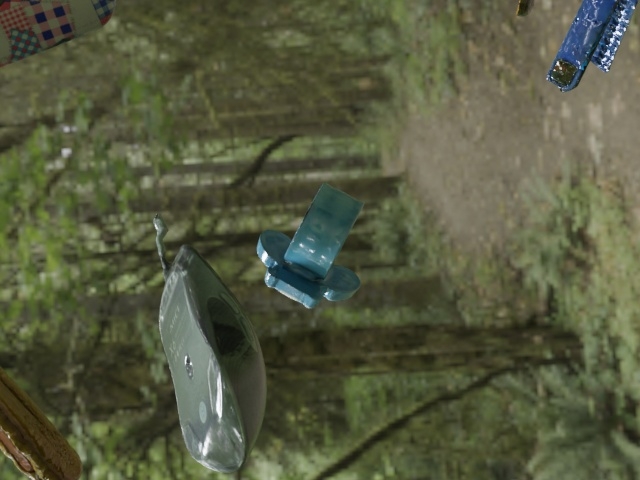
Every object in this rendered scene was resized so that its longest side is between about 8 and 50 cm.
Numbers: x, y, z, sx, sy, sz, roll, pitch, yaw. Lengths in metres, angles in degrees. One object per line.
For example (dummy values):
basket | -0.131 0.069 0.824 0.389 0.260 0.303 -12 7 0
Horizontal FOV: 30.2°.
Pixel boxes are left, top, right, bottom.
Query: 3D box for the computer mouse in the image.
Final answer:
computer mouse | -0.137 0.111 1.465 0.167 0.090 0.379 -61 41 45

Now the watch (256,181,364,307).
watch | 0.000 0.000 2.186 0.211 0.211 0.193 -87 22 -63

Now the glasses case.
glasses case | -0.472 -0.337 1.804 0.076 0.327 0.125 -120 9 -66

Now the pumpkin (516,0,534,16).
pumpkin | 0.364 -0.419 2.103 0.083 0.028 0.050 -46 -30 -70

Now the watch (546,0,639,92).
watch | 0.439 -0.358 1.732 0.276 0.068 0.274 -32 -34 -61

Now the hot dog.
hot dog | -0.420 0.215 1.564 0.286 0.061 0.088 55 -153 -5
